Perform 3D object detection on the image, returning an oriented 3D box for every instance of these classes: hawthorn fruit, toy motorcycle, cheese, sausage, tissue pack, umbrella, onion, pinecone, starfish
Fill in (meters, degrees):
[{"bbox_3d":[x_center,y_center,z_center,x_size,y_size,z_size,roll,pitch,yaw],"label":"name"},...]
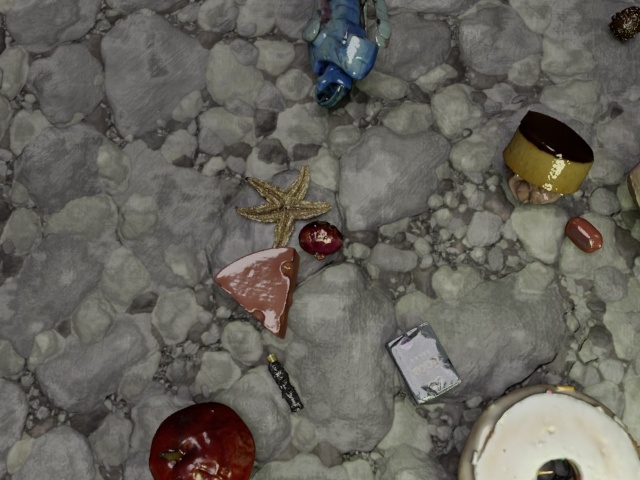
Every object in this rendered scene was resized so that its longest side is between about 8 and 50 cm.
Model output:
[{"bbox_3d":[-0.269,0.459,1.452,0.210,0.266,0.230,-18,71,20],"label":"hawthorn fruit"},{"bbox_3d":[0.049,-0.495,1.651,0.182,0.241,0.319,1,63,-14],"label":"toy motorcycle"},{"bbox_3d":[-0.111,0.094,1.588,0.203,0.128,0.177,39,84,14],"label":"cheese"},{"bbox_3d":[0.602,-0.012,1.579,0.094,0.054,0.059,49,125,16],"label":"sausage"},{"bbox_3d":[0.230,0.275,1.551,0.112,0.051,0.156,-28,75,-3],"label":"tissue pack"},{"bbox_3d":[-0.083,0.326,1.576,0.037,0.040,0.143,-32,74,6],"label":"umbrella"},{"bbox_3d":[0.000,0.000,1.610,0.107,0.107,0.097,7,72,7],"label":"onion"},{"bbox_3d":[0.752,-0.533,1.687,0.077,0.077,0.083,42,57,13],"label":"pinecone"},{"bbox_3d":[-0.093,-0.076,1.670,0.228,0.043,0.240,16,82,11],"label":"starfish"}]

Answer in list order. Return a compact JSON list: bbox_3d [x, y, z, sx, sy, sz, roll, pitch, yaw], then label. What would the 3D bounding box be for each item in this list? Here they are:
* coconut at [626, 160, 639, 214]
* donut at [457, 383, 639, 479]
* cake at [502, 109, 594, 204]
[{"bbox_3d":[0.821,-0.108,1.466,0.297,0.297,0.309,34,82,12],"label":"coconut"},{"bbox_3d":[0.474,0.490,1.429,0.383,0.142,0.382,-1,77,6],"label":"donut"},{"bbox_3d":[0.502,-0.171,1.585,0.185,0.178,0.207,-6,52,-37],"label":"cake"}]
